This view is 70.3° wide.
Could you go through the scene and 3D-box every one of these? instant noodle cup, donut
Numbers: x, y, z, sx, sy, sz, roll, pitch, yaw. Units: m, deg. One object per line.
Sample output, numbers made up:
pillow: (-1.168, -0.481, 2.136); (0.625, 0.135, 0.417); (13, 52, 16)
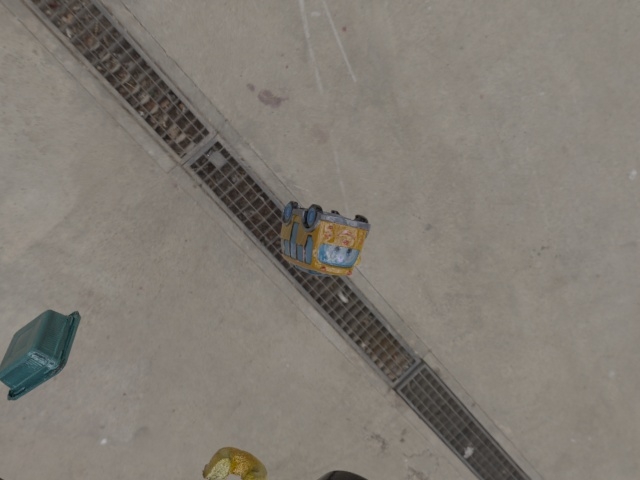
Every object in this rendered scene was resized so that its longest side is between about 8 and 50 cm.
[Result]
instant noodle cup: (-0.609, 0.232, 0.974); (0.157, 0.179, 0.070); (-33, 126, 9)
donut: (-0.225, 0.632, 1.255); (0.181, 0.146, 0.078); (21, 87, 8)

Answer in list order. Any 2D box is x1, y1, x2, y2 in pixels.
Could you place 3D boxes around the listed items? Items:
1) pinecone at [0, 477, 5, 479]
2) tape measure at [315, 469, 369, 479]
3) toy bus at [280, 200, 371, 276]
pinecone: (-0.730, 0.570, 0.878); (0.246, 0.292, 0.246); (-1, 98, -7)
tape measure: (0.054, 0.514, 0.804); (0.202, 0.135, 0.223); (51, 128, 0)
toy bus: (0.000, 0.000, 0.914); (0.126, 0.209, 0.136); (11, 92, -28)
